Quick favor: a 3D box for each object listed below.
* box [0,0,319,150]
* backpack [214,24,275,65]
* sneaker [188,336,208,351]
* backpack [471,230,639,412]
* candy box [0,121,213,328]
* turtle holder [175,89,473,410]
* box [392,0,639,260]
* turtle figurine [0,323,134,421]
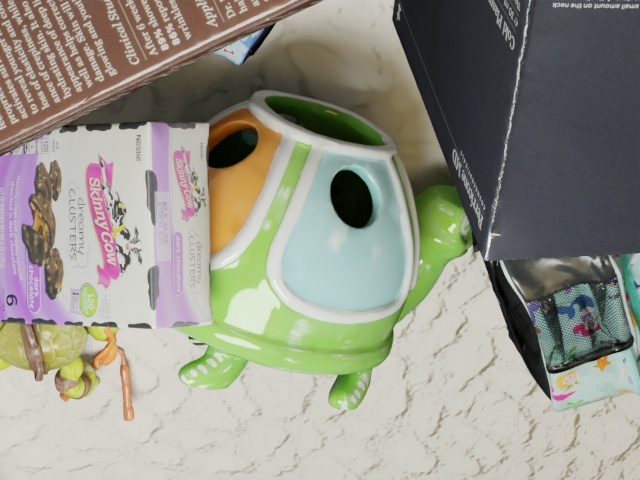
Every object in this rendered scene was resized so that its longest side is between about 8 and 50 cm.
[{"bbox_3d":[-0.190,-0.193,1.282,0.381,0.143,0.191,-23,95,14],"label":"box"},{"bbox_3d":[-0.071,-0.211,1.387,0.084,0.105,0.114,22,129,-13],"label":"backpack"},{"bbox_3d":[-0.099,0.079,1.666,0.037,0.032,0.083,26,119,-29],"label":"sneaker"},{"bbox_3d":[0.242,0.027,1.570,0.191,0.225,0.253,-12,135,5],"label":"backpack"},{"bbox_3d":[-0.181,-0.013,1.392,0.196,0.165,0.070,-1,-179,41],"label":"candy box"},{"bbox_3d":[-0.003,0.005,1.493,0.320,0.243,0.227,17,107,-13],"label":"turtle holder"},{"bbox_3d":[0.186,-0.212,1.280,0.179,0.343,0.312,-2,130,-11],"label":"box"},{"bbox_3d":[-0.278,0.100,1.610,0.217,0.087,0.269,-11,131,-3],"label":"turtle figurine"}]
